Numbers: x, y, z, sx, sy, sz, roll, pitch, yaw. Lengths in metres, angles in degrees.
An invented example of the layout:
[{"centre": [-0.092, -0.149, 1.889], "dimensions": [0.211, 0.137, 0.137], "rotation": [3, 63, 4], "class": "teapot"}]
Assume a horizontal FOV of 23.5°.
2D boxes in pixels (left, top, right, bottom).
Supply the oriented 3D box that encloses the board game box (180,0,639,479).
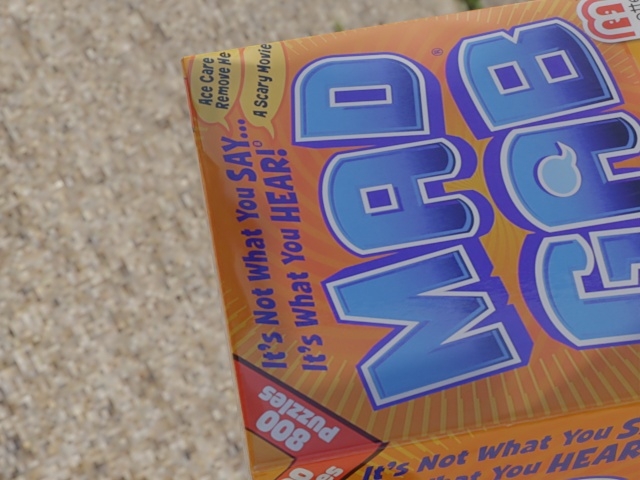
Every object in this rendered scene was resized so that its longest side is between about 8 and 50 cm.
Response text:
[{"centre": [0.113, 0.084, 1.118], "dimensions": [0.356, 0.357, 0.356], "rotation": [86, -7, -50], "class": "board game box"}]
